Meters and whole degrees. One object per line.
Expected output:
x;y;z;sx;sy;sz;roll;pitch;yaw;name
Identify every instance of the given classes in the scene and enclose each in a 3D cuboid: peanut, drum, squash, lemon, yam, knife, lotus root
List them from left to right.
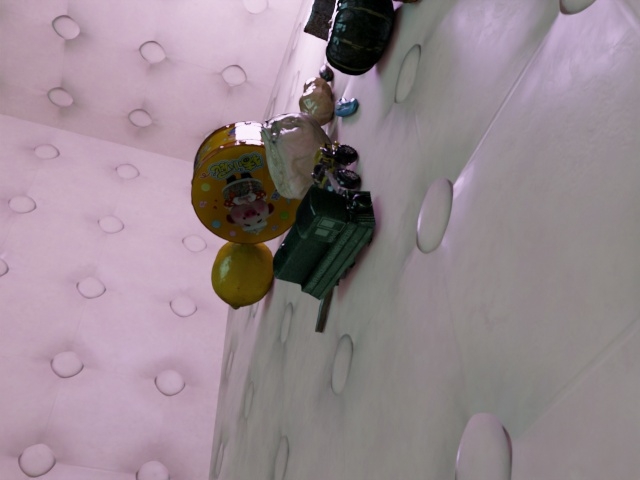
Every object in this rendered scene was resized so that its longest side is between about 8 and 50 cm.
-0.307;0.119;2.690;0.245;0.245;0.319;175;109;-76;lemon
-0.263;-0.210;2.472;0.214;0.432;0.431;-99;26;-58;drum
-0.017;-0.493;2.361;0.256;0.124;0.123;-97;24;-50;peanut
0.021;-0.611;2.476;0.099;0.049;0.054;-107;34;-54;lotus root
0.022;0.133;1.804;0.027;0.029;0.234;14;90;50;yam
0.076;-0.417;2.097;0.222;0.032;0.064;-142;70;-75;knife
0.103;-0.581;1.858;0.252;0.165;0.252;-166;90;-79;squash

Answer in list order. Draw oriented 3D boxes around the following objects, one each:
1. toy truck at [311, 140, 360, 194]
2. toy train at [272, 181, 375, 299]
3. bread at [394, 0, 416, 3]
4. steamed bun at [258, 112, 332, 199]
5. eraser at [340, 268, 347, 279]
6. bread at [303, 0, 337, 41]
0.037;-0.160;1.839;0.285;0.111;0.136;-97;25;-49;toy truck
0.000;0.000;1.640;0.330;0.178;0.138;-56;29;39;toy train
0.216;-0.700;1.664;0.181;0.096;0.222;-115;38;-71;bread
-0.060;-0.278;2.199;0.268;0.207;0.280;-144;37;-67;steamed bun
0.057;0.057;1.737;0.038;0.019;0.083;149;133;-70;eraser
0.076;-0.872;2.266;0.113;0.165;0.416;-89;16;-59;bread
